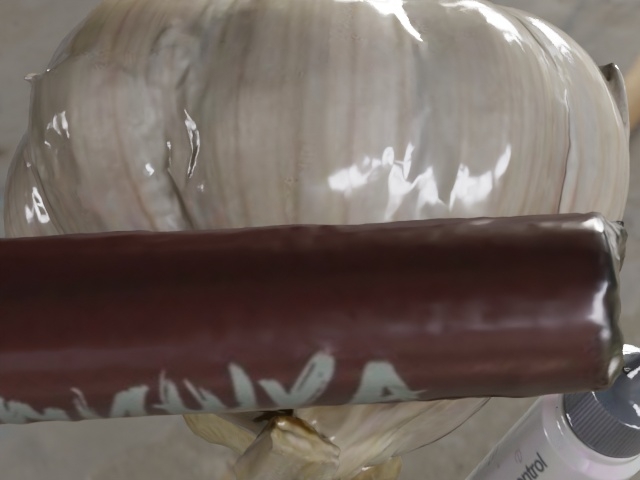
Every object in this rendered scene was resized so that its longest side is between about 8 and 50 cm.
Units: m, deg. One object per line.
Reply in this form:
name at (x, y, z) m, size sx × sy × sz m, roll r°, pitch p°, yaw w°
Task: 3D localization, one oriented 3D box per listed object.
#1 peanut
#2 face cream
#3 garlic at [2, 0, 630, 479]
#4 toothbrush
peanut at (-0.027, 0.157, 1.589) m, size 0.228 × 0.104 × 0.085 m, roll 15°, pitch 40°, yaw 35°
face cream at (0.184, 0.163, 1.367) m, size 0.092 × 0.311 × 0.092 m, roll 12°, pitch 54°, yaw -17°
garlic at (-0.002, -0.016, 0.916) m, size 0.322 × 0.322 × 0.241 m, roll -20°, pitch 53°, yaw -4°
toothbrush at (-0.122, 0.021, 0.360) m, size 0.364 × 0.041 × 0.041 m, roll -3°, pitch 32°, yaw 5°
